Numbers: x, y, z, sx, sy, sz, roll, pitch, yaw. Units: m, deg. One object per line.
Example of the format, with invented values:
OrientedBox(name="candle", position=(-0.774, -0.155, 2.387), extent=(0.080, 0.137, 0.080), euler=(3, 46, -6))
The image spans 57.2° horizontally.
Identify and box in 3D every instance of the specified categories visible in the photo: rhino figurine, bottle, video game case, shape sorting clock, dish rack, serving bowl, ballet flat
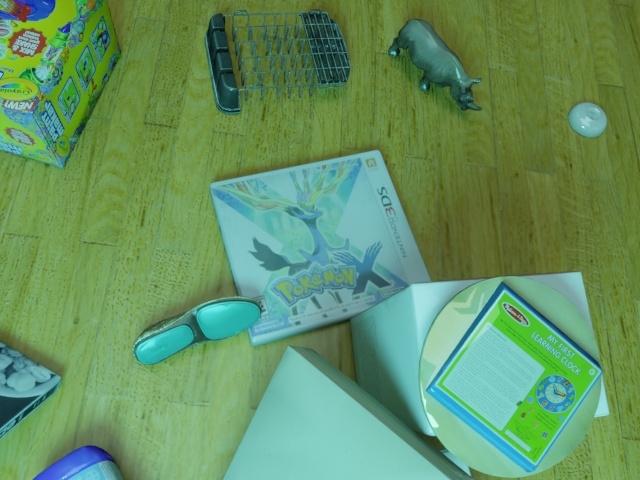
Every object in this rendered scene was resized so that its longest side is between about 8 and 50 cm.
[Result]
OrientedBox(name="rhino figurine", position=(0.239, -0.346, 1.179), extent=(0.073, 0.106, 0.243), euler=(-35, 75, -20))
OrientedBox(name="bottle", position=(-0.274, 0.412, 0.758), extent=(0.118, 0.092, 0.283), euler=(-33, 65, -14))
OrientedBox(name="video game case", position=(0.000, 0.000, 1.032), extent=(0.329, 0.036, 0.300), euler=(-13, 69, -14))
OrientedBox(name="shape sorting clock", position=(0.199, 0.140, 0.614), extent=(0.206, 0.040, 0.206), euler=(0, 88, -9))
OrientedBox(name="dish rack", position=(-0.082, -0.363, 1.161), extent=(0.271, 0.074, 0.208), euler=(-8, 69, -14))
OrientedBox(name="serving bowl", position=(0.566, -0.258, 1.234), extent=(0.083, 0.027, 0.083), euler=(3, 67, -7))
OrientedBox(name="ballet flat", position=(-0.195, 0.130, 0.925), extent=(0.206, 0.067, 0.073), euler=(-18, 108, -11))

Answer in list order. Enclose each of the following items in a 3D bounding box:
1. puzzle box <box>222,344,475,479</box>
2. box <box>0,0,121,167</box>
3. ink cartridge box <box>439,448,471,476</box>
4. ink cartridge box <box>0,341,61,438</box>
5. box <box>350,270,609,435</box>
OrientedBox(name="puzzle box", position=(-0.029, 0.366, 0.683), extent=(0.272, 0.052, 0.409), euler=(31, 98, 42))
OrientedBox(name="box", position=(-0.548, -0.317, 1.012), extent=(0.290, 0.177, 0.279), euler=(15, 66, -2))
OrientedBox(name="ink cartridge box", position=(0.146, 0.371, 0.800), extent=(0.086, 0.203, 0.148), euler=(-10, 69, -12))
OrientedBox(name="ink cartridge box", position=(-0.509, 0.205, 0.799), extent=(0.206, 0.045, 0.208), euler=(29, 27, 4))
OrientedBox(name="box", position=(0.183, 0.161, 0.809), extent=(0.215, 0.345, 0.168), euler=(-3, 77, -10))
